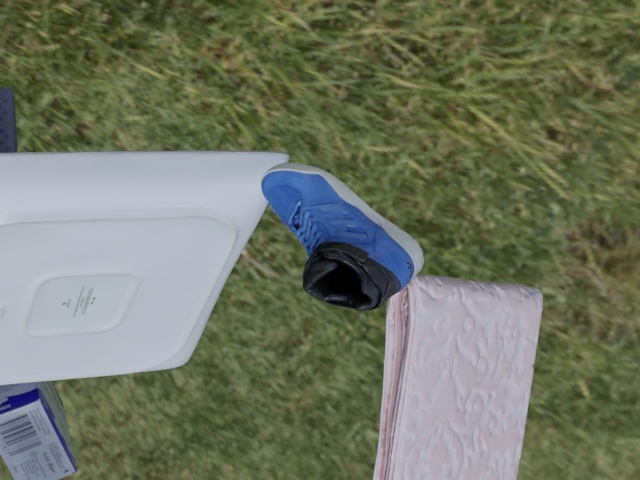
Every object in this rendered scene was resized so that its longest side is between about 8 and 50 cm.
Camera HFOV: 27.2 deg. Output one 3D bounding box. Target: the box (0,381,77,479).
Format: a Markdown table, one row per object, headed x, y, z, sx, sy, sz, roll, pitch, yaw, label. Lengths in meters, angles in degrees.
| x | y | z | sx | sy | sz | roll | pitch | yaw | label |
| --- | --- | --- | --- | --- | --- | --- | --- | --- | --- |
| -0.345 | 0.198 | 1.537 | 0.072 | 0.137 | 0.126 | -21 | 127 | -7 | box |

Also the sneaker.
| x | y | z | sx | sy | sz | roll | pitch | yaw | label |
| --- | --- | --- | --- | --- | --- | --- | --- | --- | --- |
| 0.000 | -0.001 | 1.053 | 0.084 | 0.152 | 0.058 | -42 | 162 | -44 | sneaker |

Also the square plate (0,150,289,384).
| x | y | z | sx | sy | sz | roll | pitch | yaw | label |
| --- | --- | --- | --- | --- | --- | --- | --- | --- | --- |
| -0.232 | 0.044 | 1.241 | 0.344 | 0.049 | 0.347 | -3 | 143 | -28 | square plate |

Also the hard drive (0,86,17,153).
| x | y | z | sx | sy | sz | roll | pitch | yaw | label |
| --- | --- | --- | --- | --- | --- | --- | --- | --- | --- |
| -0.416 | -0.065 | 1.246 | 0.255 | 0.054 | 0.172 | -2 | 85 | -22 | hard drive |

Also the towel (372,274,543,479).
| x | y | z | sx | sy | sz | roll | pitch | yaw | label |
| --- | --- | --- | --- | --- | --- | --- | --- | --- | --- |
| 0.170 | 0.204 | 1.659 | 0.332 | 0.053 | 0.317 | 6 | 92 | -55 | towel |
